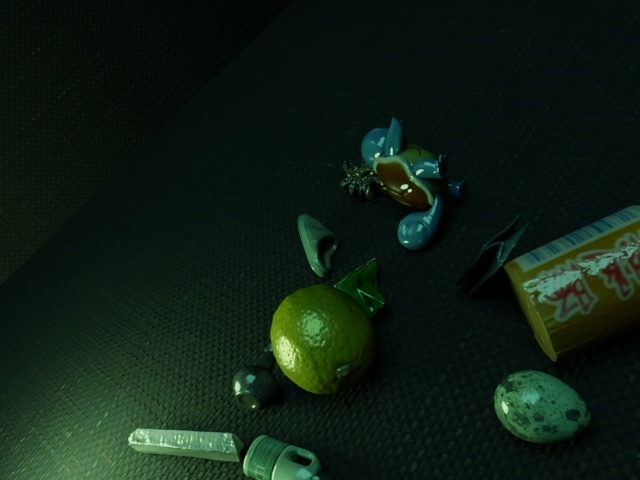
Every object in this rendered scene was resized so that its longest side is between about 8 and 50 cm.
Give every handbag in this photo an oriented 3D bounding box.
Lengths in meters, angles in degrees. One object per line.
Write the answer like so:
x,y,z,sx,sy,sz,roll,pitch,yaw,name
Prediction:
0.401,0.038,1.274,0.057,0.221,0.144,39,66,15,handbag

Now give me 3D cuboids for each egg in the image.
0.418,0.317,1.032,0.172,0.132,0.132,8,54,25,egg

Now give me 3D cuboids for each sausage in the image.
0.553,0.086,1.100,0.287,0.233,0.233,-25,40,8,sausage

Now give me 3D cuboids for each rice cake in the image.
-0.343,0.516,1.384,0.365,0.072,0.056,-8,43,28,rice cake

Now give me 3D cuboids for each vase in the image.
-0.152,0.346,1.408,0.120,0.120,0.182,-9,32,27,vase

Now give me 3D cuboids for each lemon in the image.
0.005,0.235,1.308,0.268,0.267,0.267,-18,42,17,lemon

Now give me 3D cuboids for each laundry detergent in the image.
-0.064,0.508,1.207,0.226,0.070,0.099,3,45,37,laundry detergent

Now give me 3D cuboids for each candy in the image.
0.105,0.142,1.465,0.141,0.078,0.203,-24,35,10,candy

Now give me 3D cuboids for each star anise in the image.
0.166,-0.221,1.775,0.220,0.099,0.214,-13,53,22,star anise

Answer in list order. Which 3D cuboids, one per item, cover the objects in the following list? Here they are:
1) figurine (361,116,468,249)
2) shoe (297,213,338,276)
0.280,-0.185,1.575,0.243,0.298,0.416,-36,57,28,figurine
0.000,0.000,1.661,0.100,0.103,0.250,-26,45,11,shoe
